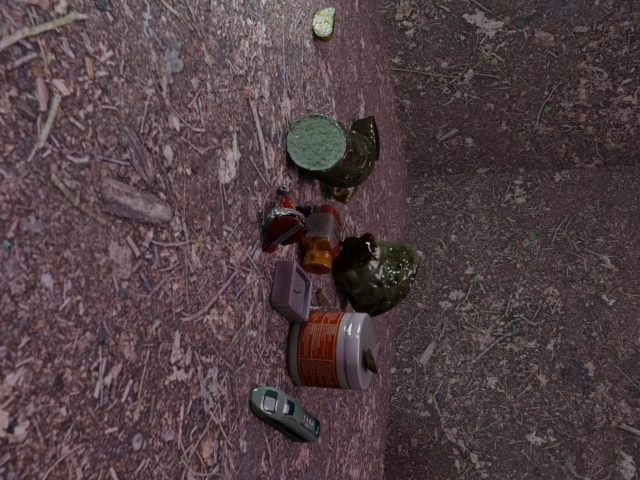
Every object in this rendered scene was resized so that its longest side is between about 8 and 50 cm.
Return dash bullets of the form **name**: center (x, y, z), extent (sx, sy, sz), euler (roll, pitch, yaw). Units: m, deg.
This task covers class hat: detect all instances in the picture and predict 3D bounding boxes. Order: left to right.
- **hat**: center (-0.109, -0.079, 1.470), extent (0.140, 0.129, 0.227), euler (-54, -153, 34)

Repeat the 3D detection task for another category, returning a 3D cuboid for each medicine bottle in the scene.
- **medicine bottle**: center (0.001, 0.000, 1.759), extent (0.149, 0.112, 0.222), euler (58, 35, -59)
- **medicine bottle**: center (0.040, 0.365, 1.657), extent (0.252, 0.241, 0.252), euler (0, 90, -72)

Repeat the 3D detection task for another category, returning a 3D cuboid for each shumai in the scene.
- **shumai**: center (0.208, 0.122, 2.185), extent (0.323, 0.397, 0.324), euler (34, 29, -33)

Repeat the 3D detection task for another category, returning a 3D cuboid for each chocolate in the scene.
- **chocolate**: center (0.159, 0.389, 1.585), extent (0.100, 0.031, 0.064), euler (65, 12, -60)

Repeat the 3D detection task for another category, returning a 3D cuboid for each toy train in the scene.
- **toy train**: center (-0.095, 0.521, 1.475), extent (0.407, 0.088, 0.086), euler (62, 32, -54)

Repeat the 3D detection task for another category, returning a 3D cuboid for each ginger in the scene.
- **ginger**: center (0.072, -0.278, 1.997), extent (0.219, 0.123, 0.270), euler (-77, 149, -46)

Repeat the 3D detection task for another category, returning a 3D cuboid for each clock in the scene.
- **clock**: center (-0.086, 0.164, 1.558), extent (0.197, 0.063, 0.150), euler (57, 36, -60)

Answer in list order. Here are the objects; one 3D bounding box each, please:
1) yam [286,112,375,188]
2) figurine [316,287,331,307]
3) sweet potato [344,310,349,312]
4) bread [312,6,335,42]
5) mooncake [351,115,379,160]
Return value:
- **yam**: center (0.042, -0.307, 1.715), extent (0.348, 0.241, 0.241), euler (3, 87, -67)
- **figurine**: center (0.012, 0.217, 1.915), extent (0.050, 0.047, 0.083), euler (-92, 163, -55)
- **sweet potato**: center (0.050, 0.395, 1.985), extent (0.314, 0.066, 0.072), euler (-65, 143, -48)
- **bread**: center (0.020, -0.824, 1.906), extent (0.094, 0.083, 0.157), euler (42, 51, -70)
- **mooncake**: center (0.228, -0.509, 2.499), extent (0.228, 0.124, 0.228), euler (-6, 90, -74)
